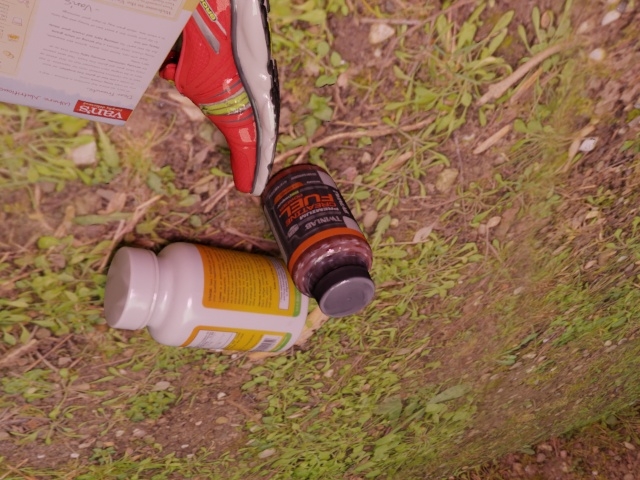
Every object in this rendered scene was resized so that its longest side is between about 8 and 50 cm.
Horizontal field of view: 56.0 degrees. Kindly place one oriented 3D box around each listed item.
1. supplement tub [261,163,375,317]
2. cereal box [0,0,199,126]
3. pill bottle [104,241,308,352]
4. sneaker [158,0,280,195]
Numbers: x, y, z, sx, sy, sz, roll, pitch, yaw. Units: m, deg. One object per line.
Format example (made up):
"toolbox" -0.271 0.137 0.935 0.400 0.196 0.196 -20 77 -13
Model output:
"supplement tub" 0.000 0.000 0.754 0.106 0.197 0.106 -15 138 -14
"cereal box" -0.212 -0.186 0.494 0.173 0.047 0.240 8 156 -34
"pill bottle" -0.151 0.076 0.806 0.246 0.136 0.136 11 128 -35
"sneaker" -0.104 -0.166 0.626 0.119 0.107 0.279 -2 134 1
